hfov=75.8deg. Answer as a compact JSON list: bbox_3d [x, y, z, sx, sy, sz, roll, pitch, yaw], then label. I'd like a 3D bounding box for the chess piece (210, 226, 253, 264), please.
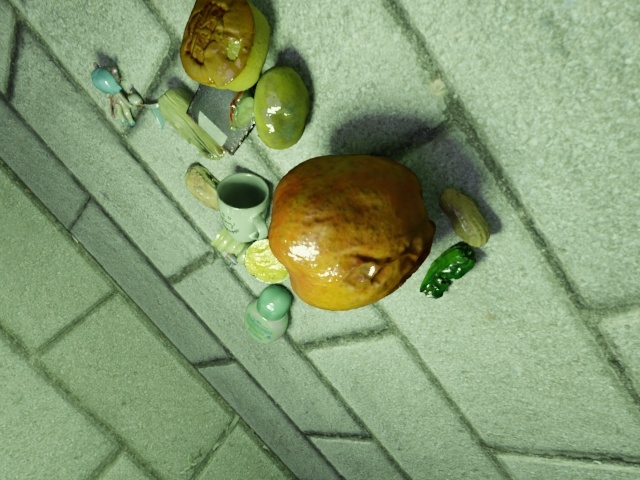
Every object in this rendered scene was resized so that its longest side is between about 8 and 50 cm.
[{"bbox_3d":[-0.330,0.041,1.770,0.251,0.144,0.144,40,139,-8],"label":"chess piece"}]

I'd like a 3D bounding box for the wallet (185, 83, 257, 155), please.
[{"bbox_3d":[-0.300,-0.442,1.345,0.221,0.071,0.262,42,122,-6],"label":"wallet"}]

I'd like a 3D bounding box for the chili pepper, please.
[{"bbox_3d":[0.395,0.104,1.307,0.099,0.083,0.253,27,141,2],"label":"chili pepper"}]

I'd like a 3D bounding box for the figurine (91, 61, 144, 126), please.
[{"bbox_3d":[-0.797,-0.560,1.625,0.206,0.102,0.260,27,146,19],"label":"figurine"}]

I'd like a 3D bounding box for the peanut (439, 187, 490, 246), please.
[{"bbox_3d":[0.403,-0.065,1.155,0.194,0.083,0.093,52,173,-4],"label":"peanut"}]

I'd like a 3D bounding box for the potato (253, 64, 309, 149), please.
[{"bbox_3d":[-0.116,-0.391,1.225,0.143,0.170,0.248,-116,23,-46],"label":"potato"}]

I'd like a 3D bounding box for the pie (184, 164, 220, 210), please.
[{"bbox_3d":[-0.485,-0.211,1.722,0.218,0.052,0.185,46,137,-8],"label":"pie"}]

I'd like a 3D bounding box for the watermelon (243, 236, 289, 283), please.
[{"bbox_3d":[-0.189,0.067,1.672,0.233,0.127,0.203,-3,115,10],"label":"watermelon"}]

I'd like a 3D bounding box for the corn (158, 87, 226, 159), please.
[{"bbox_3d":[-0.441,-0.411,1.465,0.305,0.123,0.122,42,138,-1],"label":"corn"}]

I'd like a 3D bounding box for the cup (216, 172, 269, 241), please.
[{"bbox_3d":[-0.272,-0.085,1.547,0.258,0.187,0.234,53,152,29],"label":"cup"}]

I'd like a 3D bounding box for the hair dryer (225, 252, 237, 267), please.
[{"bbox_3d":[-0.426,0.102,1.960,0.063,0.037,0.114,43,146,2],"label":"hair dryer"}]

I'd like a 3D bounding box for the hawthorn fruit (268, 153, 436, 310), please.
[{"bbox_3d":[0.093,-0.025,1.158,0.473,0.471,0.471,20,134,22],"label":"hawthorn fruit"}]

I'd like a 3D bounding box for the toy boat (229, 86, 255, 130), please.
[{"bbox_3d":[-0.237,-0.409,1.258,0.184,0.089,0.071,-60,40,31],"label":"toy boat"}]

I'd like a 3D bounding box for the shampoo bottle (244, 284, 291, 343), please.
[{"bbox_3d":[-0.241,0.337,1.928,0.222,0.151,0.349,40,140,11],"label":"shampoo bottle"}]

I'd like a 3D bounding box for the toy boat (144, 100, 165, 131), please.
[{"bbox_3d":[-0.639,-0.490,1.625,0.096,0.034,0.122,12,139,29],"label":"toy boat"}]

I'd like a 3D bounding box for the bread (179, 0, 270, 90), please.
[{"bbox_3d":[-0.269,-0.552,1.144,0.270,0.148,0.269,3,96,29],"label":"bread"}]
